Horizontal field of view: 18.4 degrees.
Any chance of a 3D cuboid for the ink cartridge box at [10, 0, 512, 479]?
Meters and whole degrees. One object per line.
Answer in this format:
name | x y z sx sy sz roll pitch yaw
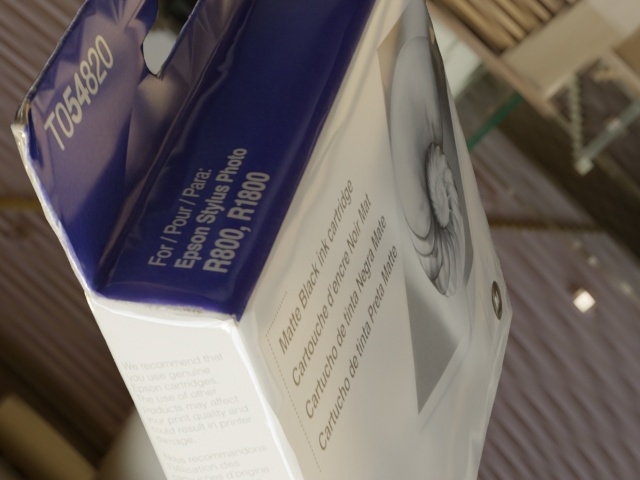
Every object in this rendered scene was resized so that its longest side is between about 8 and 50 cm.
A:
ink cartridge box | 0.000 0.000 0.598 0.223 0.045 0.224 -70 -34 -52
